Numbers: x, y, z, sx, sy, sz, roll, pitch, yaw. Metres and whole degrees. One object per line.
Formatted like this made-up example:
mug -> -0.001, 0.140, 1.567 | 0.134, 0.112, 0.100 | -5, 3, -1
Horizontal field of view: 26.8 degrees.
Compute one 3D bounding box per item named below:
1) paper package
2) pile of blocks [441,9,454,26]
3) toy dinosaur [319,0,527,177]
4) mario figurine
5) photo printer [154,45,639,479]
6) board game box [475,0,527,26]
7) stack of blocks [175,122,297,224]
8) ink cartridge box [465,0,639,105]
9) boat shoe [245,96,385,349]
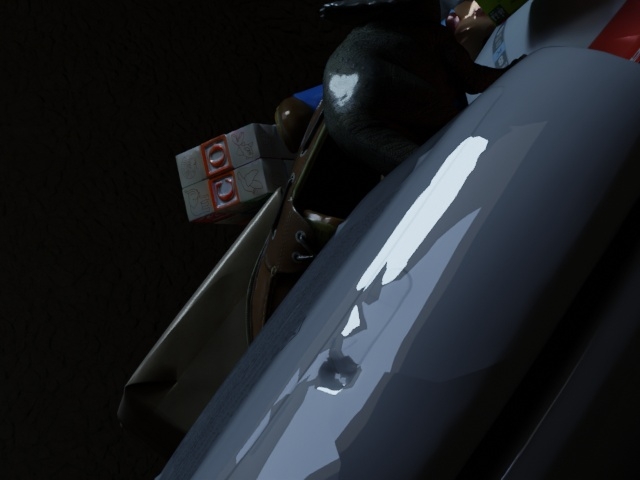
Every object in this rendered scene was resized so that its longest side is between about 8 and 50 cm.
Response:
paper package -> -0.091, 0.127, 1.608 | 0.309, 0.168, 0.325 | -54, 1, -15
pile of blocks -> 0.218, -0.295, 2.006 | 0.113, 0.149, 0.362 | -52, 2, 35
toy dinosaur -> 0.057, -0.095, 0.944 | 0.121, 0.160, 0.314 | -51, 19, 46
mario figurine -> 0.119, -0.150, 1.323 | 0.320, 0.170, 0.198 | -31, -16, 13
photo printer -> 0.024, 0.068, 0.475 | 0.256, 0.107, 0.307 | -54, 2, -9
board game box -> 0.154, -0.235, 0.973 | 0.043, 0.092, 0.181 | -43, 4, -26
stack of blocks -> -0.013, -0.083, 1.673 | 0.171, 0.087, 0.297 | -20, -13, 36
ink cartridge box -> 0.204, -0.183, 1.001 | 0.308, 0.091, 0.385 | -53, 1, 38
boat shoe -> 0.000, 0.000, 1.170 | 0.104, 0.110, 0.307 | 112, 168, -78
